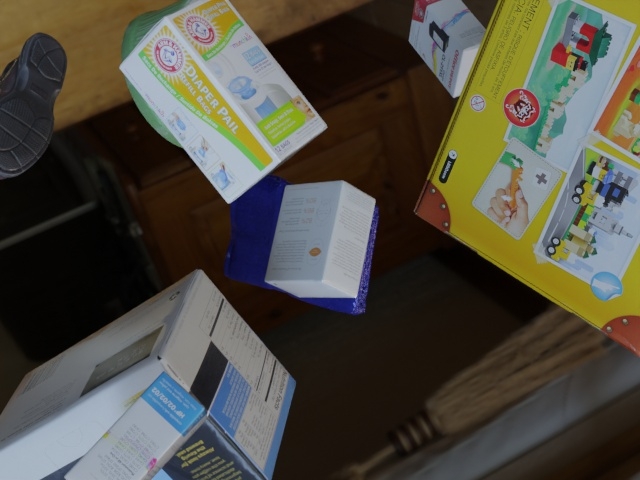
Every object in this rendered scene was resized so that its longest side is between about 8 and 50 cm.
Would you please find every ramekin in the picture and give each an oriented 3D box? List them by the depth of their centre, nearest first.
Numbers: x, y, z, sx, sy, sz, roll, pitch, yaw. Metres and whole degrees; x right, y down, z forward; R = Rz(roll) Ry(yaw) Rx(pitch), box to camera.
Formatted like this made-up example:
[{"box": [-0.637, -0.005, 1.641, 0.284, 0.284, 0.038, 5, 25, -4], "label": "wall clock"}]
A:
[{"box": [-0.243, -0.350, 2.124, 0.148, 0.303, 0.303, -20, 97, 33], "label": "ramekin"}]

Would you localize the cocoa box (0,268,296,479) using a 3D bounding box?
[{"box": [-0.243, 0.249, 1.403, 0.228, 0.347, 0.231, 52, -157, -18], "label": "cocoa box"}]

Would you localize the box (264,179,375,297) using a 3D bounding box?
[{"box": [0.000, 0.000, 1.692, 0.130, 0.170, 0.091, -2, 160, 42], "label": "box"}]

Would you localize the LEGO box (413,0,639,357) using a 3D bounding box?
[{"box": [0.386, -0.163, 1.306, 0.372, 0.193, 0.500, 34, 127, 20], "label": "LEGO box"}]

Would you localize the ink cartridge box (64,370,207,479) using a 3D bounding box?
[{"box": [-0.202, 0.228, 1.088, 0.061, 0.181, 0.104, 41, 166, 7], "label": "ink cartridge box"}]

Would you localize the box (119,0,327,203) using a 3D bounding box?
[{"box": [-0.110, -0.165, 1.190, 0.103, 0.114, 0.203, -35, 95, 41], "label": "box"}]

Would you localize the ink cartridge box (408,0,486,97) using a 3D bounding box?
[{"box": [0.246, -0.379, 1.981, 0.175, 0.072, 0.127, 58, 159, 31], "label": "ink cartridge box"}]

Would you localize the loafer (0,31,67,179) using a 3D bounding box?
[{"box": [-0.493, -0.207, 1.691, 0.109, 0.095, 0.302, 42, -138, -34], "label": "loafer"}]

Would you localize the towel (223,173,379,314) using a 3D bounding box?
[{"box": [-0.037, -0.002, 1.986, 0.308, 0.076, 0.227, 16, 111, 26], "label": "towel"}]
